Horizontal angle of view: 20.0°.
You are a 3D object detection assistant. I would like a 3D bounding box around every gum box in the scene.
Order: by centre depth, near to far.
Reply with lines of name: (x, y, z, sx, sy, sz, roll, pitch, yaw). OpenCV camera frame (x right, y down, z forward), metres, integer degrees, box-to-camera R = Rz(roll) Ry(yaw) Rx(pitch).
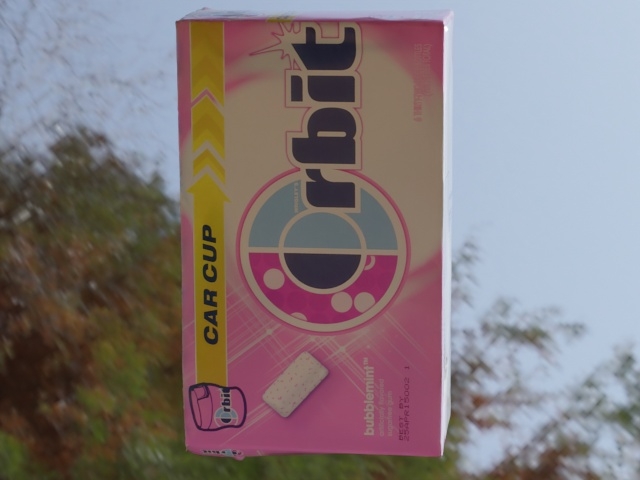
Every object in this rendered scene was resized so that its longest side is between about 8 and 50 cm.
gum box: (0.000, 0.000, 0.752, 0.107, 0.062, 0.188, 1, -79, 7)
